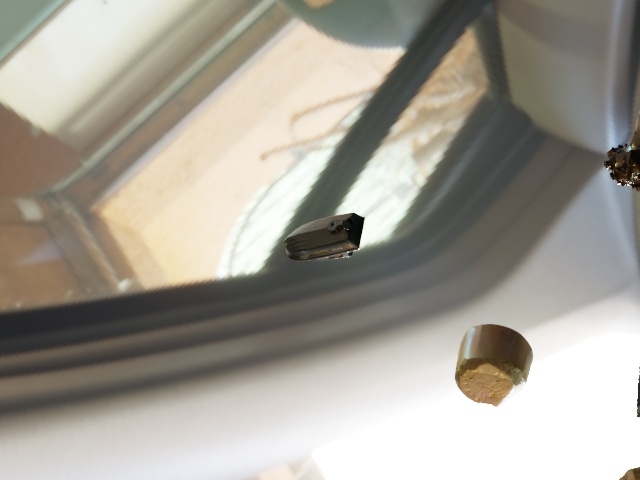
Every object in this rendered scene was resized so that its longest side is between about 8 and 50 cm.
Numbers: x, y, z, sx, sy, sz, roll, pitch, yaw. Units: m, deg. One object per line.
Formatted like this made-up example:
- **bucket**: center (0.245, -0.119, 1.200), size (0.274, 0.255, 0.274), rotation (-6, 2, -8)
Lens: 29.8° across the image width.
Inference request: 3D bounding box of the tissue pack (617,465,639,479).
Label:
- **tissue pack**: center (0.543, 0.383, 1.662), size (0.090, 0.222, 0.186), rotation (97, 161, -51)

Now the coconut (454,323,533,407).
- **coconut**: center (0.268, 0.187, 1.861), size (0.116, 0.116, 0.122), rotation (47, -141, -18)

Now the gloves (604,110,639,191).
- **gloves**: center (0.555, -0.147, 1.882), size (0.135, 0.210, 0.312), rotation (20, 164, 37)

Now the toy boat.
- **toy boat**: center (0.000, 0.000, 1.696), size (0.060, 0.141, 0.055), rotation (40, -130, -39)

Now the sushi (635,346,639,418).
- **sushi**: center (0.722, 0.131, 2.133), size (0.064, 0.343, 0.359), rotation (50, -139, -36)
